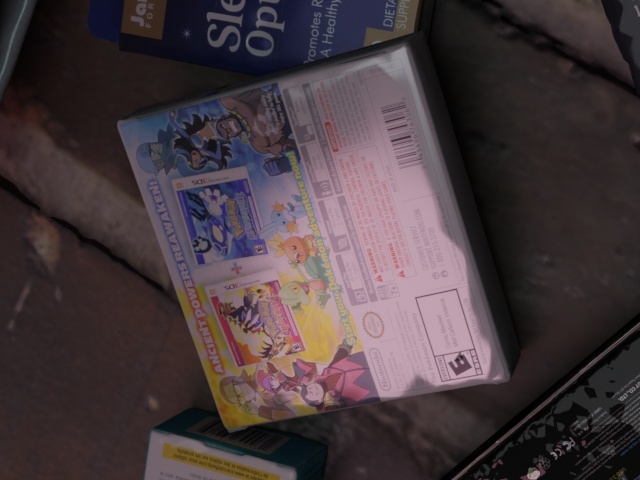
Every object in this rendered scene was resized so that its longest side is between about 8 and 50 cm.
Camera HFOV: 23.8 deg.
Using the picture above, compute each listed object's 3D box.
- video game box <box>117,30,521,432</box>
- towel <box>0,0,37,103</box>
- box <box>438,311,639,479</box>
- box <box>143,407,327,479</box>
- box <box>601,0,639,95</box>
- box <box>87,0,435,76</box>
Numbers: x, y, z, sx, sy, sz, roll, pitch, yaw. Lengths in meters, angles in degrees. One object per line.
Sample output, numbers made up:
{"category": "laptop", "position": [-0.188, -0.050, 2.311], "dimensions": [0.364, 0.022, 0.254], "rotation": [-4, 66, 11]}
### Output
{"category": "video game box", "position": [0.000, 0.000, 0.889], "dimensions": [0.187, 0.048, 0.205], "rotation": [-13, 104, 20]}
{"category": "towel", "position": [-0.312, -0.224, 0.934], "dimensions": [0.320, 0.090, 0.374], "rotation": [20, 90, 18]}
{"category": "box", "position": [0.235, 0.156, 0.828], "dimensions": [0.322, 0.079, 0.257], "rotation": [-44, 84, 20]}
{"category": "box", "position": [-0.068, 0.238, 0.959], "dimensions": [0.100, 0.060, 0.244], "rotation": [13, 102, 18]}
{"category": "box", "position": [0.275, -0.228, 0.702], "dimensions": [0.343, 0.179, 0.312], "rotation": [-22, 89, 21]}
{"category": "box", "position": [-0.040, -0.167, 0.906], "dimensions": [0.225, 0.036, 0.136], "rotation": [13, 102, 19]}
